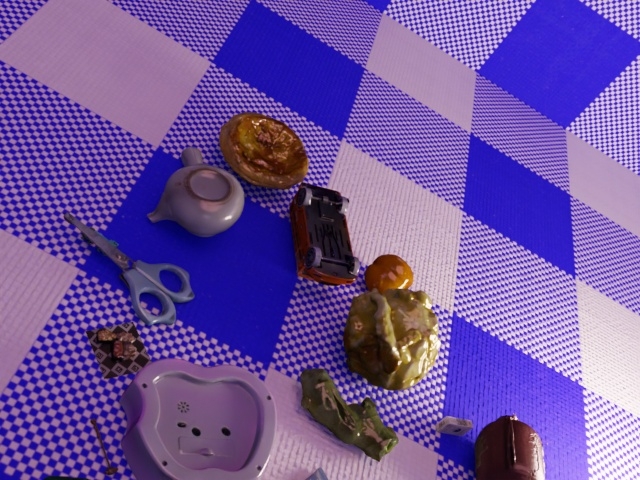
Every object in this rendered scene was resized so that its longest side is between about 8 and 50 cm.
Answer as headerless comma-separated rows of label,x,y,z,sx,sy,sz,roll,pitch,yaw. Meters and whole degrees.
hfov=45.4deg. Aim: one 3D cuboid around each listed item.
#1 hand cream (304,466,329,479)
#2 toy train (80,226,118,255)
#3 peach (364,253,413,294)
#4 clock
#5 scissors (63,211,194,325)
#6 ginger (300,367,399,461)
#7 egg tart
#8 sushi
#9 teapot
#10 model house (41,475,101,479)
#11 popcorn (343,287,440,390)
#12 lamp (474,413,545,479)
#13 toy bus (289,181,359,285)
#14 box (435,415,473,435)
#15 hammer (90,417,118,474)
hand cream,-0.062,0.573,1.630,0.271,0.058,0.091,-14,66,-49
toy train,-0.528,-0.001,1.826,0.092,0.029,0.045,38,33,0
peach,0.190,0.106,2.175,0.138,0.138,0.138,20,44,-21
clock,-0.253,0.388,1.617,0.338,0.102,0.339,20,44,-20
scissors,-0.462,0.054,1.799,0.360,0.029,0.191,39,42,-8
ginger,0.065,0.417,1.841,0.290,0.089,0.137,31,59,-2
egg tart,-0.172,-0.245,2.243,0.290,0.115,0.290,19,47,-21
sushi,-0.437,0.234,1.679,0.120,0.026,0.126,-8,59,-41
teapot,-0.301,-0.135,2.020,0.219,0.149,0.318,23,44,-5
model house,-0.400,0.585,1.145,0.334,0.382,0.342,-3,20,-38
popcorn,0.174,0.242,1.954,0.237,0.293,0.293,-31,74,-29
lamp,0.478,0.561,1.934,0.180,0.180,0.258,27,40,-13
toy bus,0.000,0.000,2.116,0.143,0.153,0.329,12,46,-25
box,0.351,0.487,2.004,0.083,0.054,0.024,16,43,-24
hammer,-0.436,0.411,1.530,0.029,0.014,0.123,1,52,-46
